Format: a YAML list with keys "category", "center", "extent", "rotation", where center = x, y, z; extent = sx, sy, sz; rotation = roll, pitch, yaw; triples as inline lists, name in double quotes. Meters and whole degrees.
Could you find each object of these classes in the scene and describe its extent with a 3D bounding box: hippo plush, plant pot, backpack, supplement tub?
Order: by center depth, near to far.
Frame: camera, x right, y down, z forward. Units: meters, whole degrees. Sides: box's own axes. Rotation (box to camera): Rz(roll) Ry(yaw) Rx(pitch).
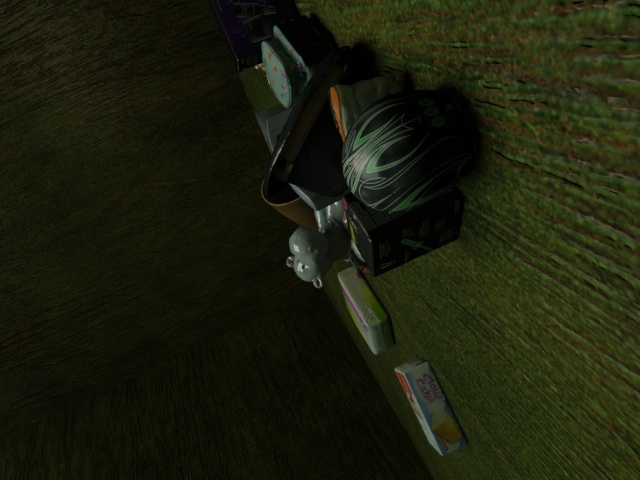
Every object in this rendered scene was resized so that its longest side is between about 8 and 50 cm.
- category: "backpack"
  center: [-0.042, -0.374, 1.060]
  extent: [0.166, 0.144, 0.188]
  rotation: [55, 172, 32]
- category: "supplement tub"
  center: [0.131, 0.019, 1.203]
  extent: [0.190, 0.117, 0.117]
  rotation: [93, 152, -76]
- category: "hippo plush"
  center: [0.000, 0.000, 1.387]
  extent: [0.234, 0.237, 0.294]
  rotation: [41, 156, 36]
- category: "plant pot"
  center: [-0.049, -0.152, 1.743]
  extent: [0.254, 0.237, 0.237]
  rotation: [50, -173, -45]

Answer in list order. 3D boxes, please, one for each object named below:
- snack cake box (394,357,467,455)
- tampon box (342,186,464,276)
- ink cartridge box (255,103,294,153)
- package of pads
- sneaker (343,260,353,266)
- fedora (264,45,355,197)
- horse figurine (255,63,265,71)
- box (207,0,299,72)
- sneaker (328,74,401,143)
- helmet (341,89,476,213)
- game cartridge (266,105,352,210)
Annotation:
- category: "snack cake box"
  center: [0.339, 0.512, 1.479]
  extent: [0.152, 0.089, 0.264]
  rotation: [94, 151, -81]
- category: "tampon box"
  center: [0.133, -0.037, 0.773]
  extent: [0.120, 0.161, 0.101]
  rotation: [76, 168, -57]
- category: "ink cartridge box"
  center: [-0.071, -0.285, 1.293]
  extent: [0.066, 0.232, 0.189]
  rotation: [-7, 109, 52]
- category: "package of pads"
  center: [0.179, 0.280, 1.882]
  extent: [0.229, 0.101, 0.296]
  rotation: [72, 171, -45]
- category: "sneaker"
  center: [0.067, -0.018, 1.750]
  extent: [0.270, 0.090, 0.145]
  rotation: [47, 160, 61]
- category: "fedora"
  center: [0.023, -0.198, 0.927]
  extent: [0.153, 0.334, 0.334]
  rotation: [30, 174, -2]
- category: "horse figurine"
  center: [-0.196, -0.642, 1.682]
  extent: [0.174, 0.066, 0.263]
  rotation: [60, 176, -2]
- category: "box"
  center: [-0.171, -0.579, 1.154]
  extent: [0.261, 0.184, 0.103]
  rotation: [66, 172, -6]
- category: "sneaker"
  center: [0.103, -0.149, 0.783]
  extent: [0.262, 0.121, 0.099]
  rotation: [68, -175, -48]
- category: "helmet"
  center: [0.110, -0.118, 0.647]
  extent: [0.169, 0.162, 0.169]
  rotation: [156, 90, -84]
- category: "game cartridge"
  center: [-0.011, -0.217, 1.126]
  extent: [0.294, 0.196, 0.060]
  rotation: [62, 180, 28]
